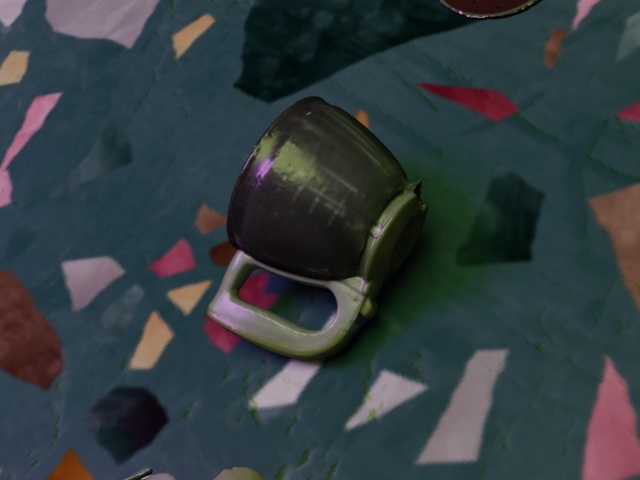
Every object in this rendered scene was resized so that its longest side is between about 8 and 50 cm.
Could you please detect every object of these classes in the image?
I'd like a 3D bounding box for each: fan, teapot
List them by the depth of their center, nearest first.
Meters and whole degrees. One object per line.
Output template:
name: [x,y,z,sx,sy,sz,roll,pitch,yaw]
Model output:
teapot: [0.005,-0.003,0.617,0.090,0.124,0.092,30,29,20]
fan: [0.089,-0.174,0.741,0.133,0.005,0.085,7,59,25]

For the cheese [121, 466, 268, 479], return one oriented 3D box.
cheese: [-0.064,0.178,0.492,0.127,0.050,0.235,-20,33,-4]
